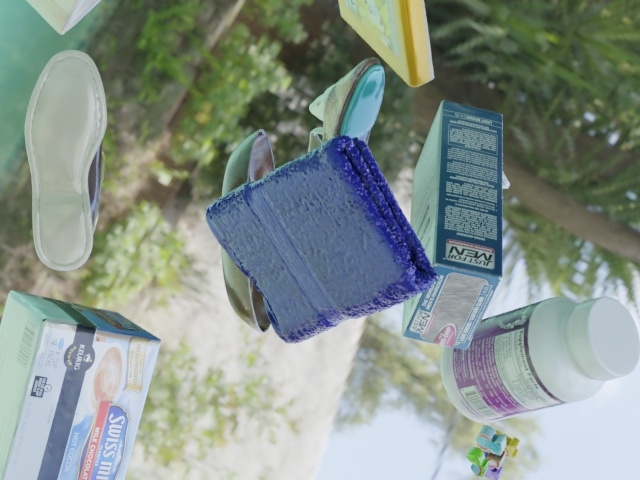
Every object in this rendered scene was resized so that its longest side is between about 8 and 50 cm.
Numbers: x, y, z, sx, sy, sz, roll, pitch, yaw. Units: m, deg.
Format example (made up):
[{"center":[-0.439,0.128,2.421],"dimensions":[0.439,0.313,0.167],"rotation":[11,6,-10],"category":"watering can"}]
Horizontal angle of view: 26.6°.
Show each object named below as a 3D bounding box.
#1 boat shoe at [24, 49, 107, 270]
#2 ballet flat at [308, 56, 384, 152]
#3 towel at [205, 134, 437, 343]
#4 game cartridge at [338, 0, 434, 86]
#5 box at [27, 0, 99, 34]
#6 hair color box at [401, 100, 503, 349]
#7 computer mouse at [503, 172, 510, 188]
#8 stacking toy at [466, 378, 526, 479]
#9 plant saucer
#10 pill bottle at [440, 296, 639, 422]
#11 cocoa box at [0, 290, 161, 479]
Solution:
[{"center":[-0.374,-0.123,2.010],"dimensions":[0.097,0.116,0.324],"rotation":[-114,-153,-76],"category":"boat shoe"},{"center":[0.028,-0.180,2.250],"dimensions":[0.107,0.106,0.316],"rotation":[-31,143,-41],"category":"ballet flat"},{"center":[0.000,0.000,1.755],"dimensions":[0.076,0.228,0.308],"rotation":[-37,-172,-38],"category":"towel"},{"center":[0.086,-0.454,2.263],"dimensions":[0.052,0.324,0.285],"rotation":[-26,-136,-11],"category":"game cartridge"},{"center":[-0.252,-0.326,1.033],"dimensions":[0.148,0.311,0.121],"rotation":[-45,-172,-17],"category":"box"},{"center":[0.201,-0.027,2.033],"dimensions":[0.174,0.105,0.347],"rotation":[108,-7,-47],"category":"hair color box"},{"center":[0.265,-0.145,2.284],"dimensions":[0.042,0.106,0.193],"rotation":[-30,-145,7],"category":"computer mouse"},{"center":[0.264,0.332,2.134],"dimensions":[0.167,0.052,0.221],"rotation":[-54,157,-34],"category":"stacking toy"},{"center":[-0.107,-0.014,2.058],"dimensions":[0.310,0.050,0.311],"rotation":[0,90,-83],"category":"plant saucer"},{"center":[0.347,0.183,2.142],"dimensions":[0.301,0.169,0.169],"rotation":[-23,-145,46],"category":"pill bottle"},{"center":[-0.463,0.295,2.423],"dimensions":[0.231,0.228,0.347],"rotation":[20,-84,60],"category":"cocoa box"}]
